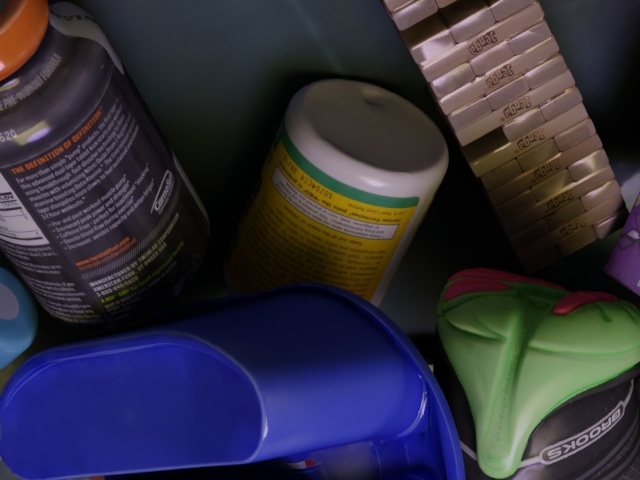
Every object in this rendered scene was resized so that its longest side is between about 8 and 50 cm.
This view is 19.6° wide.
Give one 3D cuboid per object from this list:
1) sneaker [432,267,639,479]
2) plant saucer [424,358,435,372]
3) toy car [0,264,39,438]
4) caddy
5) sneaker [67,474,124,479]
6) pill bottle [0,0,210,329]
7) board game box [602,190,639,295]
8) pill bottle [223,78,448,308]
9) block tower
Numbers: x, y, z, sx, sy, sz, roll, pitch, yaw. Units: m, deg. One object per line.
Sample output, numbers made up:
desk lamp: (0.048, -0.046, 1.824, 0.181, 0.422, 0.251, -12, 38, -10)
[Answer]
sneaker: (0.177, 0.135, 1.361, 0.483, 0.185, 0.202, 13, 90, -65)
plant saucer: (0.052, 0.177, 1.555, 0.241, 0.037, 0.241, -13, 135, -13)
toy car: (-0.350, 0.082, 1.206, 0.238, 0.210, 0.219, 39, 124, -21)
caddy: (-0.059, 0.159, 1.234, 0.341, 0.241, 0.179, -11, 180, 44)
sneaker: (-0.069, 0.215, 1.449, 0.314, 0.116, 0.136, 38, 100, -24)
pill bottle: (-0.170, -0.063, 1.161, 0.130, 0.130, 0.245, -25, 137, 1)
board game box: (0.326, -0.132, 1.302, 0.208, 0.056, 0.346, -24, 145, -42)
pill bottle: (0.000, 0.000, 1.305, 0.118, 0.117, 0.208, 4, 129, -27)
block tower: (0.119, -0.111, 1.268, 0.091, 0.097, 0.335, -28, 137, 5)
